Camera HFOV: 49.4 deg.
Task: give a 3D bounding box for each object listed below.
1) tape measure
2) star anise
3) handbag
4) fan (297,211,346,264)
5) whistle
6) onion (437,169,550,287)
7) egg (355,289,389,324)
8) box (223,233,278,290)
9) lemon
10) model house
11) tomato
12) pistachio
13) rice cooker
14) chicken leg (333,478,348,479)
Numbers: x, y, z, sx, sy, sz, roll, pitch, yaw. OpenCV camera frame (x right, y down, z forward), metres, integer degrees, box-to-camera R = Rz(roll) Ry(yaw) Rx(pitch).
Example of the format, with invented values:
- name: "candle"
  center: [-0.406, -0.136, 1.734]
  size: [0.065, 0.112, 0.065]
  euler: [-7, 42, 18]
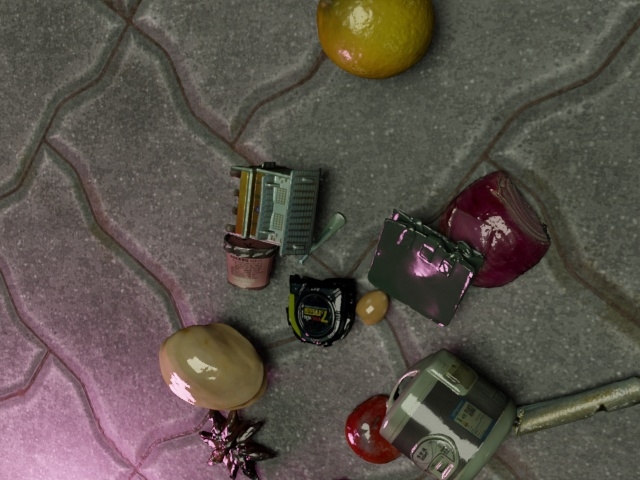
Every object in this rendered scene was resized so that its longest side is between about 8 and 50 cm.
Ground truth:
- name: "tape measure"
  center: [0.002, 0.188, 1.871]
  size: [0.199, 0.112, 0.186]
  euler: [5, 93, 29]
- name: "star anise"
  center: [-0.263, 0.614, 2.054]
  size: [0.272, 0.102, 0.272]
  euler: [5, 103, 24]
- name: "handbag"
  center: [0.247, 0.065, 1.694]
  size: [0.247, 0.079, 0.260]
  euler: [32, 143, 15]
- name: "fan"
  center: [0.000, 0.000, 1.893]
  size: [0.038, 0.016, 0.193]
  euler: [45, 112, 9]
- name: "whistle"
  center: [0.610, 0.396, 1.660]
  size: [0.326, 0.057, 0.068]
  euler: [-23, 76, 25]
- name: "onion"
  center: [0.397, -0.008, 1.647]
  size: [0.247, 0.111, 0.250]
  euler: [-37, 88, 14]
- name: "egg"
  center: [0.140, 0.173, 1.823]
  size: [0.096, 0.080, 0.080]
  euler: [-40, 81, 15]
- name: "box"
  center: [-0.193, 0.058, 1.921]
  size: [0.151, 0.151, 0.135]
  euler: [14, 112, 22]
- name: "lemon"
  center: [0.127, -0.510, 1.621]
  size: [0.293, 0.293, 0.293]
  euler: [4, 99, 23]
- name: "model house"
  center: [-0.109, -0.090, 1.828]
  size: [0.215, 0.198, 0.224]
  euler: [14, 103, 27]
- name: "tomato"
  center: [0.147, 0.517, 1.859]
  size: [0.189, 0.099, 0.173]
  euler: [-43, 78, 21]
- name: "pistachio"
  center: [-0.305, 0.353, 1.976]
  size: [0.321, 0.229, 0.238]
  euler: [18, 79, 10]
- name: "rice cooker"
  center: [0.301, 0.423, 1.680]
  size: [0.277, 0.288, 0.288]
  euler: [38, 111, 14]
- name: "chicken leg"
  center: [0.127, 0.807, 1.929]
  size: [0.322, 0.083, 0.177]
  euler: [43, 121, 14]
